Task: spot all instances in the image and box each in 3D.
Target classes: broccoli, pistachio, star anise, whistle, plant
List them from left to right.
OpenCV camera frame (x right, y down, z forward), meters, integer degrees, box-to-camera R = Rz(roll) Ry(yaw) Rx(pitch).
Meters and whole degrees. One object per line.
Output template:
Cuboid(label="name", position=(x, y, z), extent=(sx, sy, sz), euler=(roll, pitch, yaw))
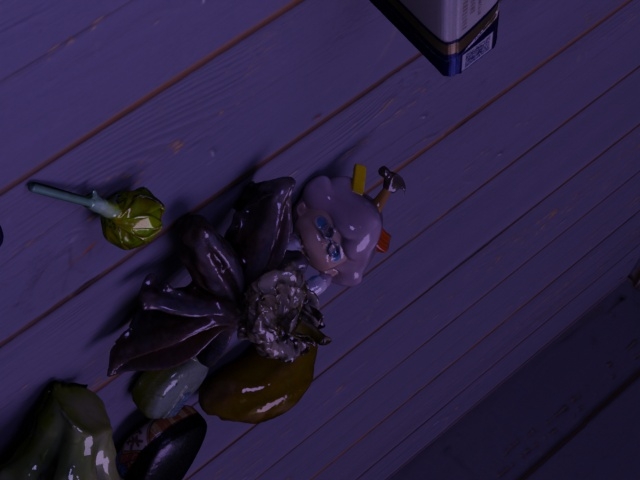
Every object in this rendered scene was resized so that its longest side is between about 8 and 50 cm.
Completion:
Cuboid(label="broccoli", position=(-0.271, 0.282, 1.928), extent=(0.248, 0.288, 0.245), euler=(13, 112, -27))
Cuboid(label="whistle", position=(-0.149, 0.137, 2.095), extent=(0.198, 0.057, 0.104), euler=(-49, 164, 18))
Cuboid(label="star anise", position=(-0.112, 0.037, 1.875), extent=(0.198, 0.110, 0.257), euler=(-9, 137, -38))
Cuboid(label="pistachio", position=(-0.071, 0.185, 2.314), extent=(0.189, 0.110, 0.100), euler=(-34, 129, -30))
Cuboid(label="plant", position=(-0.021, 0.083, 1.828), extent=(0.116, 0.122, 0.104), euler=(24, 94, -56))

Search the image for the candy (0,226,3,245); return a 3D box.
Cuboid(label="candy", position=(-0.306, -0.022, 1.321), extent=(0.145, 0.070, 0.275), euler=(-44, 161, -24))

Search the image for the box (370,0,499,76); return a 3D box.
Cuboid(label="box", position=(0.080, -0.259, 1.497), extent=(0.071, 0.168, 0.259), euler=(-41, 164, -9))

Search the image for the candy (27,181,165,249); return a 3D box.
Cuboid(label="candy", position=(-0.205, -0.031, 1.587), extent=(0.062, 0.058, 0.194), euler=(-55, 154, 7))

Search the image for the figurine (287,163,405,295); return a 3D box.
Cuboid(label="figurine", position=(0.000, 0.000, 2.029), extent=(0.229, 0.137, 0.112), euler=(-31, -169, -28))

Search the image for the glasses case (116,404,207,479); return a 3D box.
Cuboid(label="glasses case", position=(-0.252, 0.332, 2.273), extent=(0.122, 0.082, 0.321), euler=(-19, 151, -54))
